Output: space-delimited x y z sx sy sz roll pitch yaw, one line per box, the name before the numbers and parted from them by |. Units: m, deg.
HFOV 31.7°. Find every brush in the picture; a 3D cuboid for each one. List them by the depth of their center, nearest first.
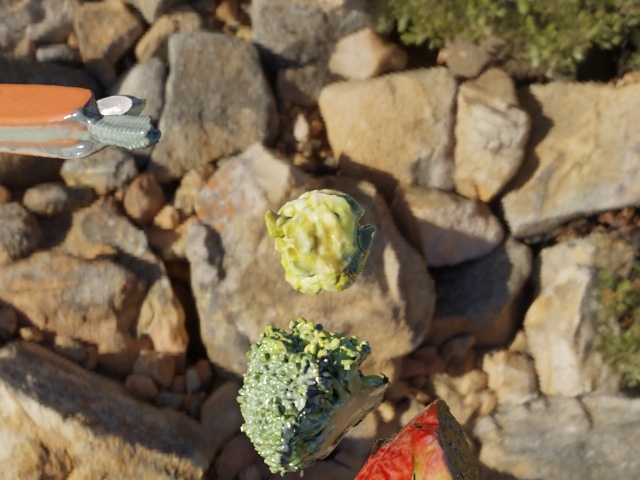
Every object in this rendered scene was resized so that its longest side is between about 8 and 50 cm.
brush | -0.279 -0.124 1.144 0.323 0.051 0.070 8 42 37

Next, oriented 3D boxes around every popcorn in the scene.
popcorn | -0.001 0.000 1.966 0.187 0.167 0.186 -37 106 -31

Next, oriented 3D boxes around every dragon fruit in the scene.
dragon fruit | 0.147 0.459 1.735 0.240 0.330 0.302 37 17 -5

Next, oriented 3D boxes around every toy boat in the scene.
toy boat | -0.284 -0.190 1.646 0.096 0.122 0.034 -15 88 15

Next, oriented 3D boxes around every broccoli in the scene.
broccoli | -0.028 0.225 1.755 0.180 0.243 0.273 32 27 24
